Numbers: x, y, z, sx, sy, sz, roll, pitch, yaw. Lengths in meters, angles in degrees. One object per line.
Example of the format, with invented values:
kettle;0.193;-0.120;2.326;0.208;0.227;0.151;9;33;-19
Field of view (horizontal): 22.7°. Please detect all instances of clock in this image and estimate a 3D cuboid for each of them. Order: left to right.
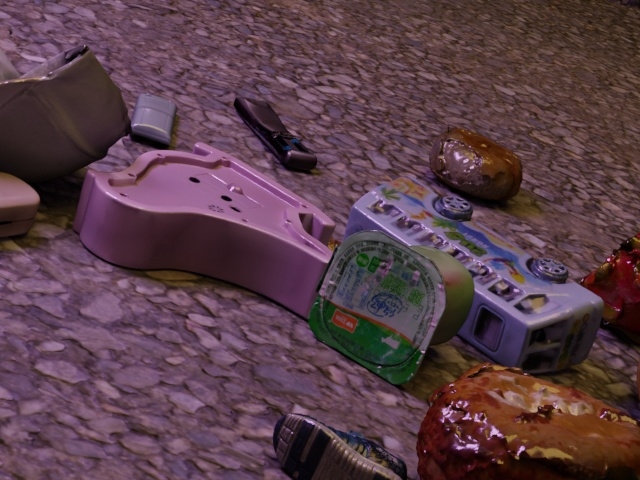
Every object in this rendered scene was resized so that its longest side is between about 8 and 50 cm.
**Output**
clock;-0.114;-0.006;1.837;0.290;0.080;0.275;30;23;25

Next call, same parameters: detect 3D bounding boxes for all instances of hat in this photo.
hat;-0.383;-0.124;1.832;0.301;0.168;0.258;-26;21;-31

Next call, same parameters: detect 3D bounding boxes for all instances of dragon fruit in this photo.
dragon fruit;0.437;0.061;2.086;0.208;0.133;0.150;14;63;-11

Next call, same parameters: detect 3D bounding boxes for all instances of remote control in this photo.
remote control;-0.228;-0.170;2.196;0.061;0.029;0.162;18;21;-10
remote control;-0.067;-0.157;2.312;0.059;0.028;0.212;6;26;-30

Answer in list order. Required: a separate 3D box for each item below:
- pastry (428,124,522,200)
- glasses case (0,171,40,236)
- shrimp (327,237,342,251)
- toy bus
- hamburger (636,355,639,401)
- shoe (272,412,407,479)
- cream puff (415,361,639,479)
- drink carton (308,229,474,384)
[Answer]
pastry;0.236;-0.113;2.409;0.153;0.081;0.153;24;12;-5
glasses case;-0.389;-0.035;1.699;0.083;0.050;0.196;37;27;30
shrimp;0.000;0.000;1.966;0.091;0.043;0.184;27;15;-43
toy bus;0.180;0.043;1.953;0.330;0.109;0.136;35;35;33
hamburger;0.491;0.189;1.827;0.260;0.144;0.283;25;17;2
shoe;0.022;0.202;1.480;0.143;0.064;0.071;28;23;12
cream puff;0.201;0.217;1.475;0.240;0.163;0.240;15;7;-2
drink carton;0.094;0.063;1.786;0.146;0.144;0.142;31;18;24
